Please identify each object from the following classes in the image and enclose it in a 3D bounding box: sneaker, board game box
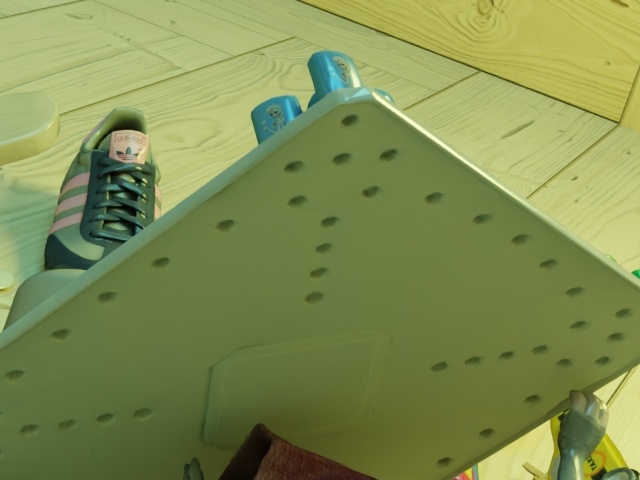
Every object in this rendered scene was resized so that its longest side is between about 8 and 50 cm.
[{"bbox_3d":[-0.207,-0.037,1.888,0.112,0.131,0.319,13,19,-15],"label":"sneaker"},{"bbox_3d":[-0.022,0.076,1.198,0.390,0.390,0.050,30,32,-47],"label":"board game box"}]

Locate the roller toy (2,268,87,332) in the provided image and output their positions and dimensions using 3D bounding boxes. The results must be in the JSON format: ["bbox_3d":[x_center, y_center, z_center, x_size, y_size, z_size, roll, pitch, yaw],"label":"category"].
[{"bbox_3d":[-0.143,0.106,1.411,0.209,0.146,0.191,26,-19,-31],"label":"roller toy"}]

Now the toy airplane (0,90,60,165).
[{"bbox_3d":[-0.457,-0.051,1.560,0.386,0.272,0.384,26,59,5],"label":"toy airplane"}]

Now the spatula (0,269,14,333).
[{"bbox_3d":[-0.369,0.043,1.690,0.242,0.019,0.168,9,21,-25],"label":"spatula"}]

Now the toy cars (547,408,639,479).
[{"bbox_3d":[0.176,0.136,1.636,0.394,0.087,0.176,57,6,19],"label":"toy cars"}]

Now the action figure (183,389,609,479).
[{"bbox_3d":[0.089,0.243,1.184,0.370,0.248,0.276,12,22,-12],"label":"action figure"}]

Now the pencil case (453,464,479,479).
[{"bbox_3d":[0.082,0.184,1.586,0.104,0.104,0.236,18,17,0],"label":"pencil case"}]

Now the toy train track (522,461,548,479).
[{"bbox_3d":[0.189,0.221,1.703,0.048,0.014,0.083,34,29,22],"label":"toy train track"}]
